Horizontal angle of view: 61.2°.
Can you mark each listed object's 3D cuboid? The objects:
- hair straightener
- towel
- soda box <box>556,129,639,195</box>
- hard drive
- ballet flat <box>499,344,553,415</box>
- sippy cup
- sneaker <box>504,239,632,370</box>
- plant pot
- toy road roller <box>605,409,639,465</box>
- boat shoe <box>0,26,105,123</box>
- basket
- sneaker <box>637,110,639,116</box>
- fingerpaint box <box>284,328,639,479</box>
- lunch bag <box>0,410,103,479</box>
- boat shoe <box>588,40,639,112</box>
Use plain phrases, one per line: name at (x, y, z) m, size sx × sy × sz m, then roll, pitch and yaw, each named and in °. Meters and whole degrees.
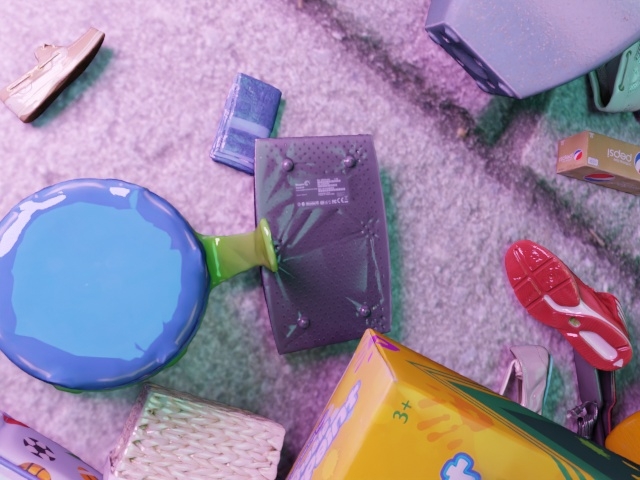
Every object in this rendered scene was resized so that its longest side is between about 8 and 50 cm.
hair straightener at (0.400, 0.267, 0.819) m, size 0.089 × 0.047 × 0.230 m, roll 2°, pitch 88°, yaw -20°
towel at (-0.092, -0.146, 0.677) m, size 0.067 × 0.029 × 0.119 m, roll 18°, pitch 79°, yaw -19°
soda box at (0.472, -0.121, 0.867) m, size 0.182 × 0.061 × 0.058 m, roll 12°, pitch 81°, yaw -19°
hard drive at (0.000, 0.000, 0.673) m, size 0.172 × 0.054 × 0.254 m, roll -7°, pitch 93°, yaw -23°
ballet flat at (0.286, 0.254, 0.769) m, size 0.068 × 0.072 × 0.213 m, roll 6°, pitch 81°, yaw 8°
sippy cup at (-0.207, 0.040, 0.513) m, size 0.240 × 0.224 × 0.305 m, roll 44°, pitch 72°, yaw -12°
sneaker at (0.373, 0.085, 0.816) m, size 0.221 × 0.087 × 0.128 m, roll 54°, pitch 31°, yaw 11°
plant pot at (0.284, -0.332, 0.717) m, size 0.247 × 0.247 × 0.252 m, roll 41°, pitch 103°, yaw -13°
toy road roller at (0.554, 0.271, 0.721) m, size 0.241 × 0.202 × 0.329 m, roll 5°, pitch 124°, yaw -18°
boat shoe at (-0.294, -0.191, 0.594) m, size 0.045 × 0.050 × 0.135 m, roll 41°, pitch 73°, yaw -18°
basket at (-0.132, 0.226, 0.584) m, size 0.167 × 0.113 × 0.103 m, roll 23°, pitch 73°, yaw -17°
sneaker at (0.572, -0.271, 0.920) m, size 0.053 × 0.059 × 0.144 m, roll 5°, pitch 84°, yaw -22°
fingerpaint box at (0.111, 0.377, 0.537) m, size 0.371 × 0.163 × 0.444 m, roll 28°, pitch 94°, yaw -6°
lunch bag at (-0.310, 0.322, 0.509) m, size 0.303 × 0.115 × 0.243 m, roll 41°, pitch 75°, yaw -11°
boat shoe at (0.462, -0.342, 0.865) m, size 0.096 × 0.098 × 0.276 m, roll -12°, pitch 90°, yaw -22°
